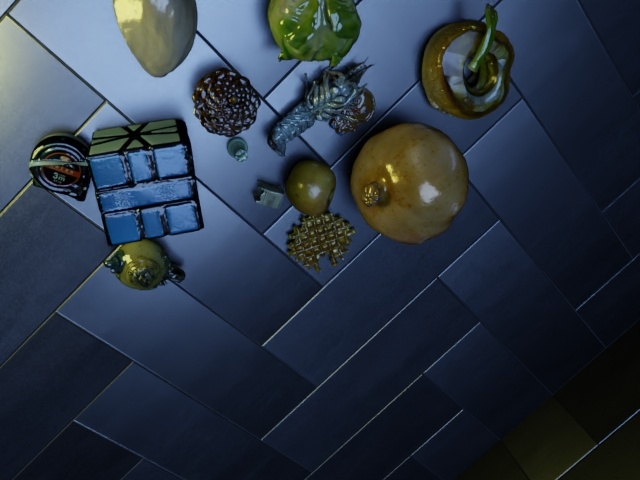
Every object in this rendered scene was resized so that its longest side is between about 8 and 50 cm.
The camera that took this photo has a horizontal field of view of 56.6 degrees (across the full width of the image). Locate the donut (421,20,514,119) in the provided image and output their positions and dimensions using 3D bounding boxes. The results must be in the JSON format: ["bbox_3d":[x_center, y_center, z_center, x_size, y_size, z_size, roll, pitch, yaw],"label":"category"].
[{"bbox_3d":[0.497,-0.556,1.949,0.329,0.160,0.330,-10,116,-21],"label":"donut"}]

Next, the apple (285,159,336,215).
[{"bbox_3d":[-0.033,-0.176,1.973,0.155,0.182,0.183,20,110,7],"label":"apple"}]

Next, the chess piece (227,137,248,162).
[{"bbox_3d":[-0.258,-0.282,1.886,0.067,0.103,0.067,-7,117,-13],"label":"chess piece"}]

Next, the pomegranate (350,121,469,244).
[{"bbox_3d":[0.282,-0.181,1.928,0.411,0.411,0.412,-7,117,-14],"label":"pomegranate"}]

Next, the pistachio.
[{"bbox_3d":[-0.443,-0.604,1.617,0.226,0.207,0.332,-26,137,-28],"label":"pistachio"}]

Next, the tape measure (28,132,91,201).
[{"bbox_3d":[-0.761,-0.225,1.763,0.181,0.107,0.181,21,110,-25],"label":"tape measure"}]

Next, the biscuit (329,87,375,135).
[{"bbox_3d":[0.109,-0.425,1.971,0.124,0.026,0.175,39,99,-28],"label":"biscuit"}]

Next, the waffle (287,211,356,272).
[{"bbox_3d":[0.000,0.000,2.130,0.231,0.051,0.229,28,105,-25],"label":"waffle"}]

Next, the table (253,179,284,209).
[{"bbox_3d":[-0.174,-0.155,1.987,0.083,0.079,0.063,14,111,-21],"label":"table"}]

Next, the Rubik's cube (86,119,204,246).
[{"bbox_3d":[-0.510,-0.181,1.757,0.288,0.293,0.284,-12,120,-13],"label":"Rubik's cube"}]

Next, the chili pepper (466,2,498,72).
[{"bbox_3d":[0.506,-0.620,1.829,0.051,0.050,0.202,-5,116,-50],"label":"chili pepper"}]

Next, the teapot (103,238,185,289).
[{"bbox_3d":[-0.567,0.095,1.931,0.269,0.183,0.173,18,108,-25],"label":"teapot"}]

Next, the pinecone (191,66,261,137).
[{"bbox_3d":[-0.283,-0.407,1.768,0.207,0.208,0.208,-7,117,-14],"label":"pinecone"}]

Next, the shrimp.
[{"bbox_3d":[0.001,-0.430,1.872,0.410,0.166,0.221,-33,122,14],"label":"shrimp"}]

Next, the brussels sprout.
[{"bbox_3d":[-0.019,-0.635,1.715,0.259,0.227,0.295,-12,130,-4],"label":"brussels sprout"}]
